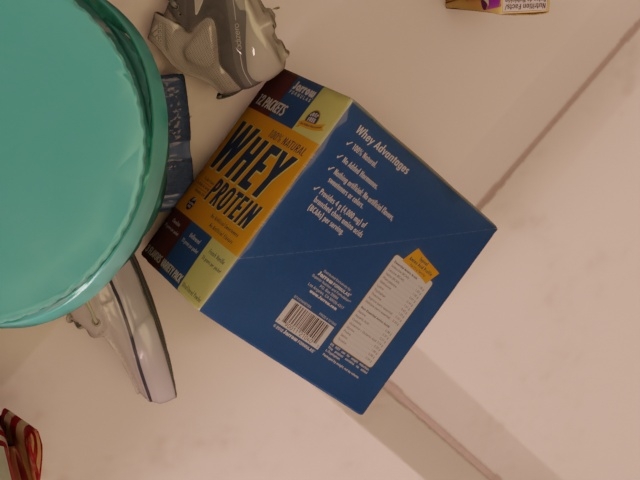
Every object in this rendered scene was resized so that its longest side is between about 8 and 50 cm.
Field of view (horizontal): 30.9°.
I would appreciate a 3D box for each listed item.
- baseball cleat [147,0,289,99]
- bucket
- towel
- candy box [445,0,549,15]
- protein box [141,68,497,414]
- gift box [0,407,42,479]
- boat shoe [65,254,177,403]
[{"bbox_3d":[-0.106,-0.215,0.940,0.109,0.072,0.206,-24,100,6],"label":"baseball cleat"},{"bbox_3d":[-0.238,-0.067,0.827,0.281,0.183,0.281,-1,95,-6],"label":"bucket"},{"bbox_3d":[-0.143,-0.082,0.982,0.067,0.029,0.119,-7,107,-21],"label":"towel"},{"bbox_3d":[0.152,-0.291,0.998,0.053,0.109,0.187,-5,106,-20],"label":"candy box"},{"bbox_3d":[0.000,0.000,0.984,0.200,0.136,0.201,37,89,-34],"label":"protein box"},{"bbox_3d":[-0.354,0.248,0.858,0.258,0.276,0.255,12,104,-25],"label":"gift box"},{"bbox_3d":[-0.188,0.038,0.977,0.076,0.083,0.226,-19,98,-5],"label":"boat shoe"}]
